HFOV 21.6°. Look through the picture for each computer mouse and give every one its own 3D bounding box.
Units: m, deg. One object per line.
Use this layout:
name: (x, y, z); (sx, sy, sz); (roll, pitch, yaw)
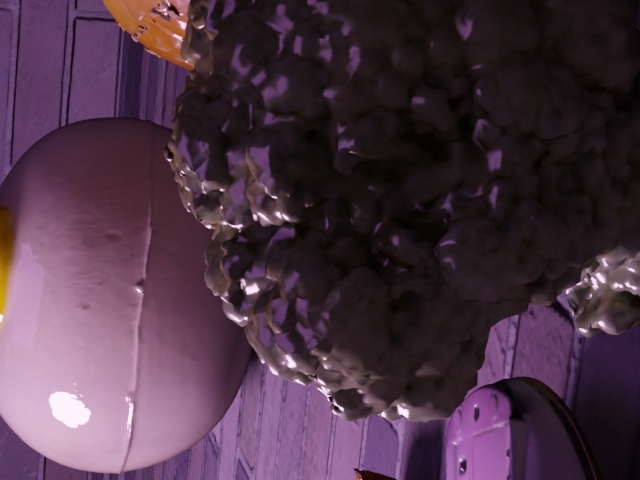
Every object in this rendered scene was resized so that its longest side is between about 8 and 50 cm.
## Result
computer mouse: (0.112, 0.227, 0.871); (0.158, 0.072, 0.310); (133, 138, -72)

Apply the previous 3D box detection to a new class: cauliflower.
cauliflower: (0.074, -0.055, 0.825); (0.260, 0.281, 0.327); (17, 75, 37)

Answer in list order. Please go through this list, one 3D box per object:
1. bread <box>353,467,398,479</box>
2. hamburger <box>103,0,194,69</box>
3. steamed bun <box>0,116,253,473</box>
bread: (0.036, 0.256, 1.205); (0.103, 0.065, 0.187); (160, 110, -77)
hamburger: (-0.079, -0.266, 1.331); (0.445, 0.287, 0.268); (-171, 82, -79)
steamed bun: (-0.216, 0.057, 1.769); (0.334, 0.334, 0.373); (146, 131, -73)
